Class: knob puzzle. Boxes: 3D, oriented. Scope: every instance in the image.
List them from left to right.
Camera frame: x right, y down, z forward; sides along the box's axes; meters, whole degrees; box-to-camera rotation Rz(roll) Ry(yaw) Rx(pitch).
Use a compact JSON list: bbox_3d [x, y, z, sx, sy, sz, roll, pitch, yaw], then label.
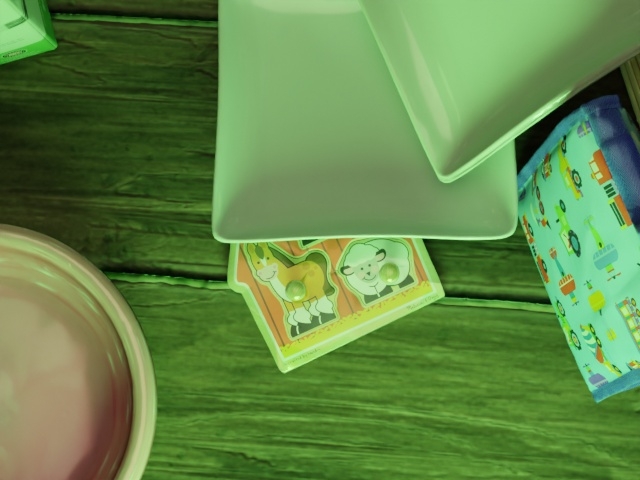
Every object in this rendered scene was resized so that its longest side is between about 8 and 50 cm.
[{"bbox_3d":[0.000,0.000,1.688,0.213,0.030,0.213,-1,82,5],"label":"knob puzzle"}]

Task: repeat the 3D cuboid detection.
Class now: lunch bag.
[{"bbox_3d":[0.261,0.007,1.532,0.138,0.293,0.221,-21,81,2],"label":"lunch bag"}]

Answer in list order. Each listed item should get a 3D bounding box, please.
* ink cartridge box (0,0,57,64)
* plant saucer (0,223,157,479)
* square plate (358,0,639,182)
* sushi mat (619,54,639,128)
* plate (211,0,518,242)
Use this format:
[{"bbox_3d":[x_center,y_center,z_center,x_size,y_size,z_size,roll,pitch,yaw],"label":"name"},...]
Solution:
[{"bbox_3d":[-0.349,-0.218,1.650,0.160,0.219,0.093,-15,82,2],"label":"ink cartridge box"},{"bbox_3d":[-0.311,0.152,1.667,0.332,0.084,0.332,0,83,4],"label":"plant saucer"},{"bbox_3d":[0.160,-0.276,1.556,0.344,0.049,0.347,-35,72,42],"label":"square plate"},{"bbox_3d":[0.329,-0.256,1.700,0.151,0.019,0.317,-17,81,3],"label":"sushi mat"},{"bbox_3d":[0.042,-0.127,1.678,0.277,0.045,0.278,-1,73,6],"label":"plate"}]
